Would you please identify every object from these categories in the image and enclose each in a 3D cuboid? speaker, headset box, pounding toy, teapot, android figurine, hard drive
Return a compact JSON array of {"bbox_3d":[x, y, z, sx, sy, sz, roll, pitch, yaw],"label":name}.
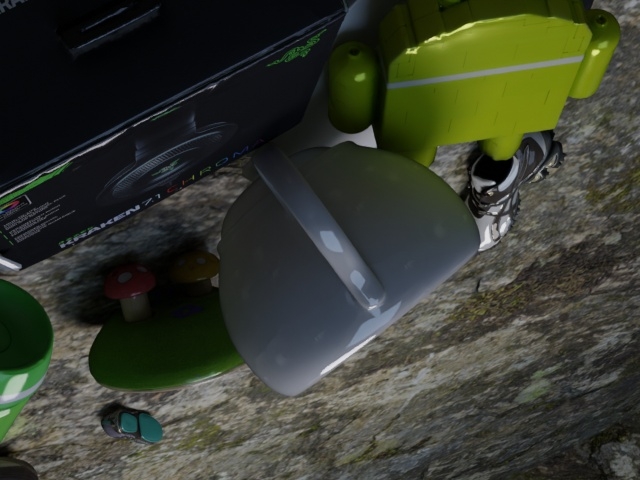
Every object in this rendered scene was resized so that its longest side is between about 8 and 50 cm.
[{"bbox_3d":[-0.350,0.164,1.125,0.131,0.131,0.296,-6,144,-45],"label":"speaker"},{"bbox_3d":[-0.129,-0.108,0.777,0.246,0.131,0.283,-29,176,-10],"label":"headset box"},{"bbox_3d":[-0.125,0.063,1.212,0.237,0.110,0.183,-4,-161,20],"label":"pounding toy"},{"bbox_3d":[0.000,0.000,1.058,0.256,0.187,0.252,-40,177,43],"label":"teapot"},{"bbox_3d":[0.129,-0.144,1.033,0.248,0.056,0.273,-9,155,-3],"label":"android figurine"},{"bbox_3d":[0.046,-0.139,1.143,0.203,0.040,0.307,-43,154,20],"label":"hard drive"}]

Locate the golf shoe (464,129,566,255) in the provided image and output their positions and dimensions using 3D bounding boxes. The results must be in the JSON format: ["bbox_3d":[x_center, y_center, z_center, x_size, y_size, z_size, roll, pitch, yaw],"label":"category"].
[{"bbox_3d":[0.197,-0.063,1.442,0.094,0.077,0.198,3,132,-36],"label":"golf shoe"}]

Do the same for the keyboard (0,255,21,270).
[{"bbox_3d":[-0.325,0.007,0.815,0.256,0.014,0.072,1,171,21],"label":"keyboard"}]

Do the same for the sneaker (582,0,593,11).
[{"bbox_3d":[0.173,-0.182,1.107,0.222,0.083,0.118,-14,123,-45],"label":"sneaker"}]

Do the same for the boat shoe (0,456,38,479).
[{"bbox_3d":[-0.464,0.354,1.329,0.355,0.130,0.132,-21,153,-24],"label":"boat shoe"}]

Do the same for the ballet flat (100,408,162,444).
[{"bbox_3d":[-0.234,0.227,1.496,0.041,0.041,0.114,-36,155,7],"label":"ballet flat"}]
